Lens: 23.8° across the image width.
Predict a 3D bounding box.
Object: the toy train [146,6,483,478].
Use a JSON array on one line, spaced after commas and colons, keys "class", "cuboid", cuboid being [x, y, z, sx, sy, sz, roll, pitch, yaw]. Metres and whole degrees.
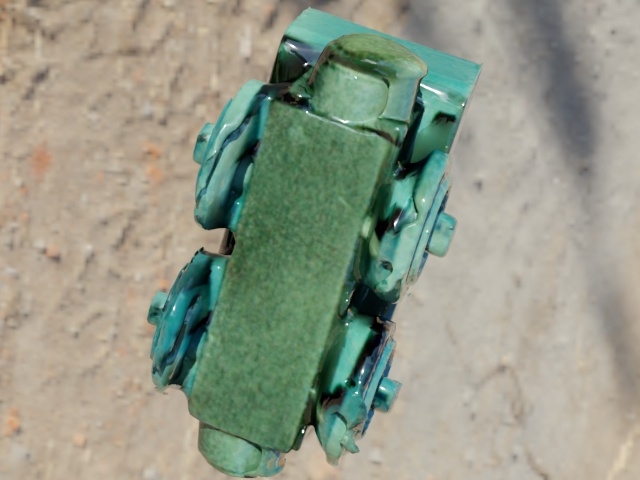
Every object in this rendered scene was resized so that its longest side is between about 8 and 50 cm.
[{"class": "toy train", "cuboid": [0.000, 0.000, 0.644, 0.154, 0.107, 0.197, -58, 167, -66]}]
